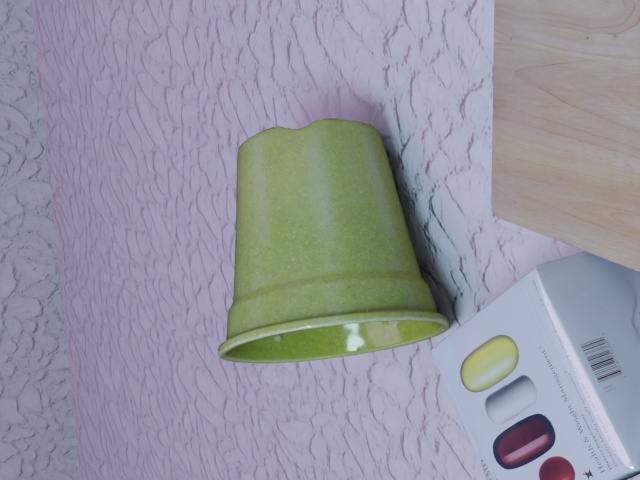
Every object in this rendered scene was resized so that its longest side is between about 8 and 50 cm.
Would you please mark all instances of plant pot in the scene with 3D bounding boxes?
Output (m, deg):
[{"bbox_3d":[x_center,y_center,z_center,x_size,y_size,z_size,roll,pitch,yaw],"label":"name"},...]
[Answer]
[{"bbox_3d":[0.000,0.000,1.352,0.276,0.276,0.254,-31,64,60],"label":"plant pot"}]

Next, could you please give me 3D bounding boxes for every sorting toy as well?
[{"bbox_3d":[0.266,-0.119,0.973,0.257,0.089,0.255,27,124,54],"label":"sorting toy"}]

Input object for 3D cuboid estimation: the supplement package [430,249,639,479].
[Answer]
[{"bbox_3d":[0.242,0.135,1.057,0.194,0.149,0.203,67,149,18],"label":"supplement package"}]
